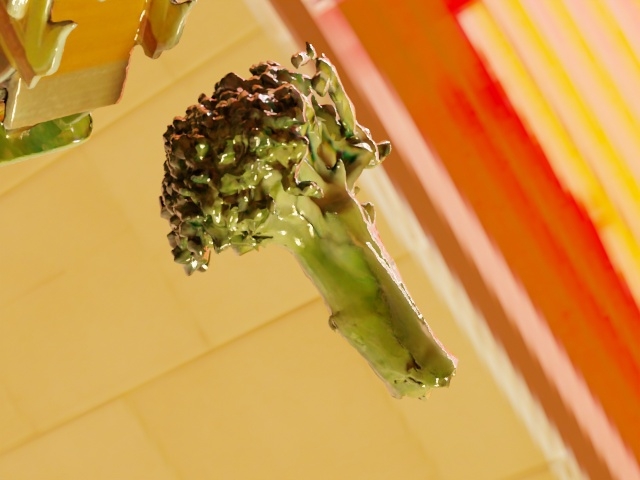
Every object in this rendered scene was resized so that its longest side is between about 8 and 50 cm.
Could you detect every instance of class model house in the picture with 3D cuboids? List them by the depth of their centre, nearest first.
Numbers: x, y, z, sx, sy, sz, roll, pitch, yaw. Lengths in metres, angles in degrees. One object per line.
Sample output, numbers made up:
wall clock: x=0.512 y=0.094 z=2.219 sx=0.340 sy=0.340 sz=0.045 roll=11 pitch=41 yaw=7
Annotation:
model house: x=-0.221 y=-0.266 z=1.428 sx=0.242 sy=0.313 sz=0.358 roll=-18 pitch=-100 yaw=-55

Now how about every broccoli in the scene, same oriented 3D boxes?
broccoli: x=0.000 y=-0.012 z=1.497 sx=0.275 sy=0.177 sz=0.198 roll=44 pitch=-155 yaw=-16
